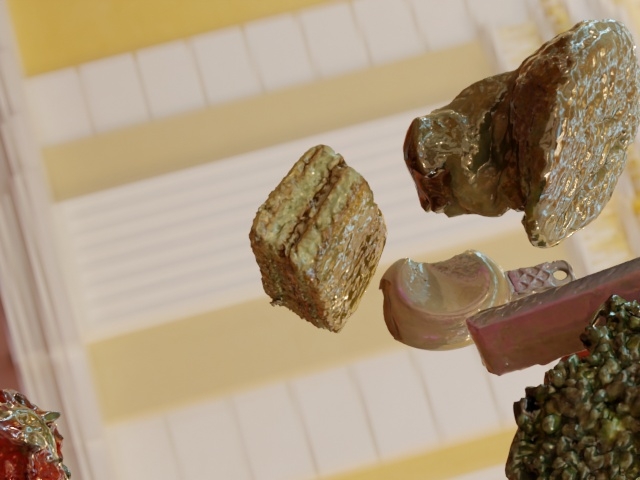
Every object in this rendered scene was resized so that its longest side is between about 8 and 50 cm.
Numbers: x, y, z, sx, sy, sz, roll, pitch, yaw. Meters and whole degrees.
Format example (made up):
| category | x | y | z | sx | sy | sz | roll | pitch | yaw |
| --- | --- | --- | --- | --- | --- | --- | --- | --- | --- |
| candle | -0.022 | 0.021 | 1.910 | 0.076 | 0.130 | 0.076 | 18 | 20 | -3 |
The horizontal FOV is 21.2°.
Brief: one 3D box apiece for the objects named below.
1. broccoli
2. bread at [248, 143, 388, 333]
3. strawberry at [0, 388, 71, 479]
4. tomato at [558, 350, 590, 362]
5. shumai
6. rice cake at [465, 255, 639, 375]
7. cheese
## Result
| category | x | y | z | sx | sy | sz | roll | pitch | yaw |
| --- | --- | --- | --- | --- | --- | --- | --- | --- | --- |
| broccoli | 0.319 | 0.185 | 1.600 | 0.245 | 0.288 | 0.248 | 78 | 15 | -62 |
| bread | 0.000 | 0.000 | 1.752 | 0.138 | 0.102 | 0.196 | -62 | 165 | -20 |
| strawberry | -0.394 | 0.282 | 2.046 | 0.187 | 0.201 | 0.184 | 58 | 3 | 26 |
| tomato | 0.416 | 0.229 | 2.398 | 0.099 | 0.173 | 0.189 | -83 | 161 | -72 |
| shumai | 0.220 | -0.135 | 1.870 | 0.204 | 0.272 | 0.222 | 23 | -36 | 34 |
| rice cake | 0.307 | 0.053 | 1.665 | 0.072 | 0.365 | 0.056 | 59 | 28 | -18 |
| cheese | 0.233 | 0.075 | 2.500 | 0.082 | 0.286 | 0.163 | 87 | -11 | -51 |
